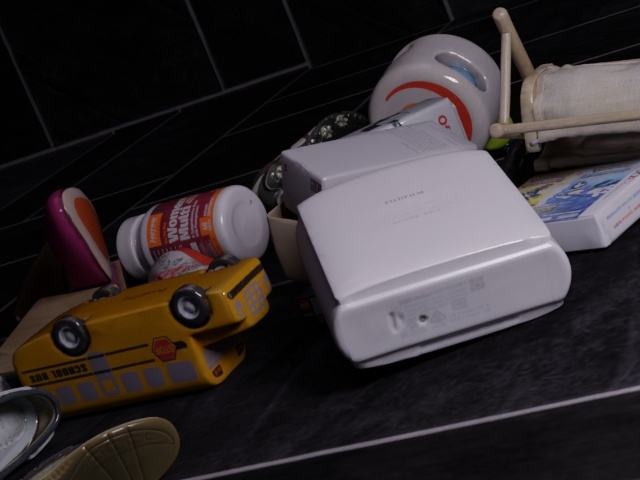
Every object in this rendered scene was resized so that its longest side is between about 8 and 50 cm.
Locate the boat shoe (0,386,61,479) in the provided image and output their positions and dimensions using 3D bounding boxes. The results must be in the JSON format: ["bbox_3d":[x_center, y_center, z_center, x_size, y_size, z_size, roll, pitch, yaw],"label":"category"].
[{"bbox_3d":[-0.415,0.244,1.671,0.091,0.114,0.302,-19,14,38],"label":"boat shoe"}]

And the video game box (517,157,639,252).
[{"bbox_3d":[0.296,-0.038,1.778,0.205,0.048,0.187,-8,17,44],"label":"video game box"}]

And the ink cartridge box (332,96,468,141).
[{"bbox_3d":[0.103,-0.089,2.049,0.208,0.153,0.087,-24,13,-13],"label":"ink cartridge box"}]

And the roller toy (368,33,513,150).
[{"bbox_3d":[0.173,-0.202,2.261,0.209,0.191,0.146,-4,30,25],"label":"roller toy"}]

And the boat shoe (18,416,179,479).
[{"bbox_3d":[-0.248,0.241,1.493,0.223,0.080,0.073,-32,22,-21],"label":"boat shoe"}]

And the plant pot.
[{"bbox_3d":[0.000,0.000,1.945,0.109,0.096,0.109,9,25,20],"label":"plant pot"}]

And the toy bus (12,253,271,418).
[{"bbox_3d":[-0.209,0.119,1.787,0.333,0.130,0.108,-15,15,29],"label":"toy bus"}]

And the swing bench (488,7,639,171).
[{"bbox_3d":[0.366,-0.175,1.812,0.253,0.165,0.255,-4,-17,27],"label":"swing bench"}]

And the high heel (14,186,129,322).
[{"bbox_3d":[-0.386,0.042,2.121,0.181,0.127,0.377,-16,-25,-3],"label":"high heel"}]

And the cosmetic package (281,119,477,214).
[{"bbox_3d":[0.077,-0.082,1.909,0.231,0.085,0.117,-14,27,-24],"label":"cosmetic package"}]

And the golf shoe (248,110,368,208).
[{"bbox_3d":[-0.019,-0.138,2.533,0.273,0.105,0.120,-32,10,-38],"label":"golf shoe"}]

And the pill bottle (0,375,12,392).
[{"bbox_3d":[-0.458,0.201,1.931,0.094,0.094,0.169,-27,15,-20],"label":"pill bottle"}]

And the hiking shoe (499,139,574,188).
[{"bbox_3d":[0.291,-0.108,2.017,0.227,0.086,0.114,-46,1,-41],"label":"hiking shoe"}]

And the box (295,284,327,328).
[{"bbox_3d":[0.094,0.029,1.837,0.159,0.044,0.233,-12,17,35],"label":"box"}]

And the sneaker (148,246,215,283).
[{"bbox_3d":[-0.207,0.079,2.016,0.145,0.090,0.270,-27,17,-30],"label":"sneaker"}]

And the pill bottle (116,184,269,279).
[{"bbox_3d":[-0.196,-0.006,2.258,0.221,0.121,0.121,-12,17,35],"label":"pill bottle"}]

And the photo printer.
[{"bbox_3d":[0.109,0.004,1.643,0.256,0.107,0.307,-17,26,-3],"label":"photo printer"}]

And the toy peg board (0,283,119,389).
[{"bbox_3d":[-0.353,0.150,2.047,0.161,0.079,0.160,-12,33,37],"label":"toy peg board"}]
